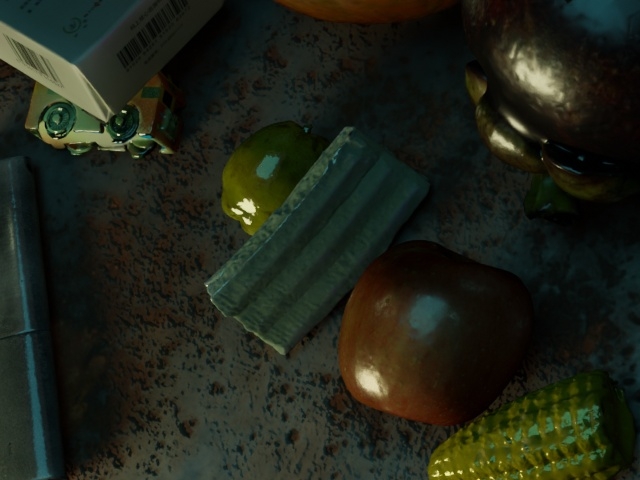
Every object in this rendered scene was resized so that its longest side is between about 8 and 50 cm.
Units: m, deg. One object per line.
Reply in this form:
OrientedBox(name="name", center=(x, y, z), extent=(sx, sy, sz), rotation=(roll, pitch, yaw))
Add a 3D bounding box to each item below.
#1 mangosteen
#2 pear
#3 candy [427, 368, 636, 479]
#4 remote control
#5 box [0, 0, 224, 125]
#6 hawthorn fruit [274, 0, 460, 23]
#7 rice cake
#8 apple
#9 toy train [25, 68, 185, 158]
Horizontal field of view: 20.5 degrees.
OrientedBox(name="mangosteen", center=(0.278, -0.196, 1.653), extent=(0.330, 0.330, 0.330), rotation=(-6, 73, 21))
OrientedBox(name="pear", center=(-0.045, -0.066, 1.845), extent=(0.107, 0.107, 0.131), rotation=(35, 89, 27))
OrientedBox(name="candy", center=(0.195, 0.197, 1.676), extent=(0.199, 0.094, 0.106), rotation=(-20, 34, 21))
OrientedBox(name="remote control", center=(-0.346, 0.094, 1.955), extent=(0.107, 0.044, 0.377), rotation=(-18, 69, 22))
OrientedBox(name="box", center=(-0.280, -0.284, 1.952), extent=(0.299, 0.106, 0.200), rotation=(32, 71, 33))
OrientedBox(name="hawthorn fruit", center=(0.029, -0.419, 1.758), extent=(0.403, 0.403, 0.403), rotation=(-6, 73, 21))
OrientedBox(name="rice cake", center=(0.000, 0.000, 1.804), extent=(0.237, 0.127, 0.043), rotation=(-50, 30, 5))
OrientedBox(name="apple", center=(0.111, 0.089, 1.696), extent=(0.181, 0.181, 0.168), rotation=(15, 91, 25))
OrientedBox(name="toy train", center=(-0.241, -0.147, 1.964), extent=(0.188, 0.072, 0.099), rotation=(5, 78, 23))
